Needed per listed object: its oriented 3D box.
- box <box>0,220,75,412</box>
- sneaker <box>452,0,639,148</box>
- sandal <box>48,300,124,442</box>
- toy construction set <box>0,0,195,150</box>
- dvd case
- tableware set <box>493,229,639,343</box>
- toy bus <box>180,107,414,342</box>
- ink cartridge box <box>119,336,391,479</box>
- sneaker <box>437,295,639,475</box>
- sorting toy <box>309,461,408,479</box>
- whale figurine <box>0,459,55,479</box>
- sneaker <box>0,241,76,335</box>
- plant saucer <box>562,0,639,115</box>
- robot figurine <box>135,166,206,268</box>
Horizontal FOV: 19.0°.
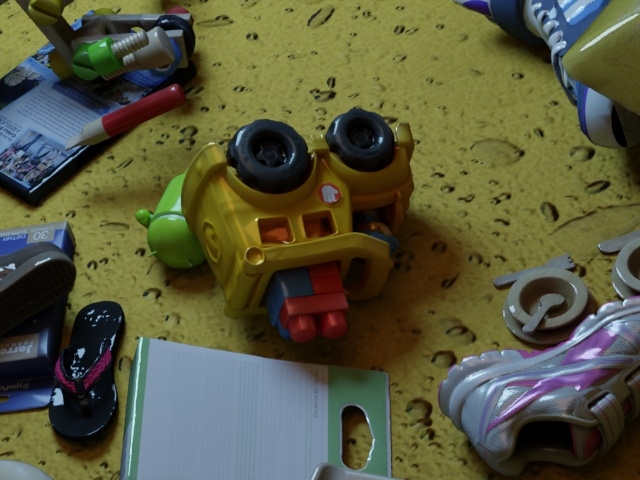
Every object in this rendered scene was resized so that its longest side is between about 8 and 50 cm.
[{"bbox_3d":[-0.322,0.076,1.890,0.136,0.036,0.225,-8,46,8],"label":"box"},{"bbox_3d":[0.240,-0.218,1.982,0.236,0.130,0.323,1,49,26],"label":"sneaker"},{"bbox_3d":[-0.225,0.118,1.818,0.067,0.040,0.179,-6,45,9],"label":"sandal"},{"bbox_3d":[-0.280,-0.227,2.054,0.237,0.257,0.309,-24,54,14],"label":"toy construction set"},{"bbox_3d":[-0.285,-0.152,2.117,0.180,0.022,0.253,29,59,35],"label":"dvd case"},{"bbox_3d":[0.262,0.039,1.769,0.194,0.039,0.128,-18,44,-3],"label":"tableware set"},{"bbox_3d":[0.000,0.000,1.808,0.220,0.149,0.211,-10,61,-20],"label":"toy bus"},{"bbox_3d":[-0.057,0.179,1.706,0.235,0.056,0.171,10,45,-9],"label":"ink cartridge box"},{"bbox_3d":[0.235,0.136,1.646,0.252,0.103,0.111,-22,48,2],"label":"sneaker"},{"bbox_3d":[0.067,0.274,1.568,0.208,0.038,0.193,12,49,15],"label":"sorting toy"},{"bbox_3d":[-0.306,0.294,1.623,0.272,0.141,0.216,-19,38,32],"label":"whale figurine"},{"bbox_3d":[-0.329,0.059,1.850,0.188,0.066,0.071,-24,29,-16],"label":"sneaker"},{"bbox_3d":[0.448,-0.198,1.824,0.333,0.081,0.333,30,50,13],"label":"plant saucer"},{"bbox_3d":[-0.133,-0.020,1.913,0.101,0.067,0.115,12,49,10],"label":"robot figurine"}]
